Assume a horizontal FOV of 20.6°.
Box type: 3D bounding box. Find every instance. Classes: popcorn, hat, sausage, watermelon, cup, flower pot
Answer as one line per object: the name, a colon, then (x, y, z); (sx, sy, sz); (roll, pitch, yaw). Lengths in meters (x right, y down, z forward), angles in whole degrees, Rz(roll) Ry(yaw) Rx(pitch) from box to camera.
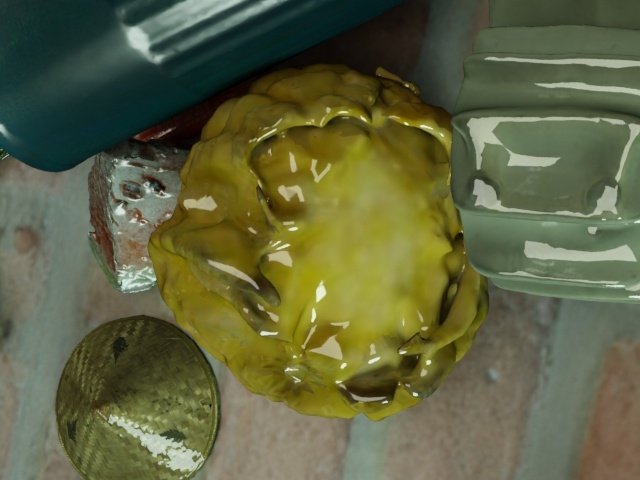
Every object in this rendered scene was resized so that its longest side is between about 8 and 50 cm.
popcorn: (0.000, 0.000, 1.218); (0.250, 0.190, 0.250); (0, 94, -1)
hat: (-0.155, 0.129, 1.349); (0.146, 0.067, 0.146); (-2, 85, 22)
sausage: (-0.094, -0.095, 1.359); (0.129, 0.034, 0.034); (-26, 77, 19)
watermelon: (-0.111, -0.048, 1.320); (0.187, 0.139, 0.071); (-32, 47, 15)
cup: (-0.086, -0.201, 1.198); (0.292, 0.308, 0.242); (-24, 60, 20)
flower pot: (0.182, -0.144, 1.135); (0.164, 0.254, 0.368); (2, 85, 22)

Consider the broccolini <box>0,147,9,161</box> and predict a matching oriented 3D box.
broccolini: (-0.211, -0.110, 1.404); (0.218, 0.042, 0.044); (-34, 76, 15)
